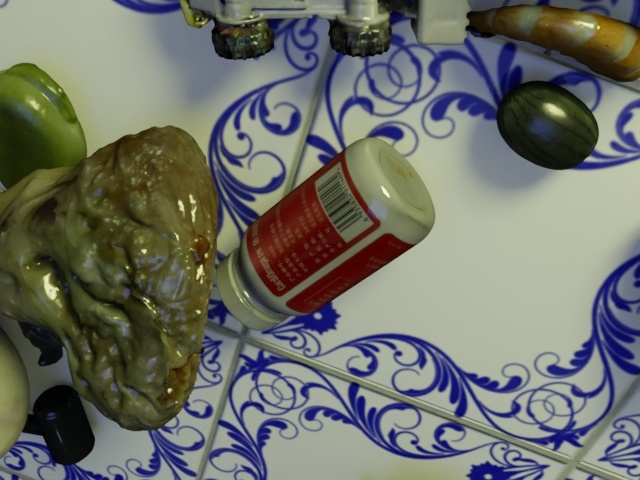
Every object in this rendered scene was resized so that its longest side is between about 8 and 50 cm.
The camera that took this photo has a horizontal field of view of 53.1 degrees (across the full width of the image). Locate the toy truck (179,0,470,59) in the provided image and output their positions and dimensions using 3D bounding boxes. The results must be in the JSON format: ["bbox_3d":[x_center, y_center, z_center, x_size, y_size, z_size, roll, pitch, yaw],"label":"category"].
[{"bbox_3d":[-0.001,-0.251,0.606,0.286,0.111,0.136,4,129,9],"label":"toy truck"}]

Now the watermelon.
[{"bbox_3d":[0.231,-0.115,0.648,0.110,0.078,0.078,31,121,-5],"label":"watermelon"}]

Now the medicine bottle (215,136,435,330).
[{"bbox_3d":[0.000,0.000,0.733,0.250,0.131,0.131,-36,106,28],"label":"medicine bottle"}]

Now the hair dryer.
[{"bbox_3d":[-0.492,0.286,1.055,0.248,0.070,0.114,5,121,20],"label":"hair dryer"}]

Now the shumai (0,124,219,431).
[{"bbox_3d":[-0.261,0.031,0.712,0.283,0.217,0.346,10,98,-10],"label":"shumai"}]

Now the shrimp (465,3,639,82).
[{"bbox_3d":[0.226,-0.190,0.614,0.166,0.161,0.049,23,106,43],"label":"shrimp"}]

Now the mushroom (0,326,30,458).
[{"bbox_3d":[-0.551,0.203,0.887,0.315,0.356,0.315,-7,107,-24],"label":"mushroom"}]

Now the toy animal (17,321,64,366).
[{"bbox_3d":[-0.367,0.087,0.884,0.343,0.106,0.168,29,122,0],"label":"toy animal"}]

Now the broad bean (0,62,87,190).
[{"bbox_3d":[-0.346,-0.129,0.777,0.124,0.082,0.174,6,130,10],"label":"broad bean"}]
